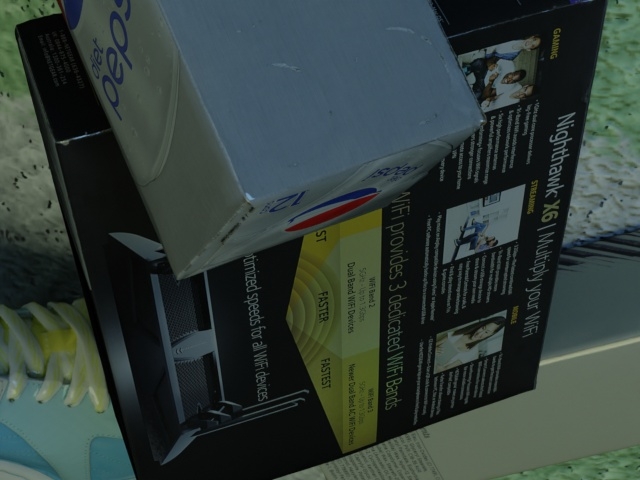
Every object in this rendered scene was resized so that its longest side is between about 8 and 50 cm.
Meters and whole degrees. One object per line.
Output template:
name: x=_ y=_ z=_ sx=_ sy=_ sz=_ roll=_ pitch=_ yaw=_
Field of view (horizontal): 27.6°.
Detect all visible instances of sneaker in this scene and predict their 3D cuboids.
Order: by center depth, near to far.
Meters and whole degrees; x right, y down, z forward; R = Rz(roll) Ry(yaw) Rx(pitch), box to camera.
sneaker: x=-0.159 y=0.065 z=0.803 sx=0.208 sy=0.127 sz=0.319 roll=-25 pitch=152 yaw=17

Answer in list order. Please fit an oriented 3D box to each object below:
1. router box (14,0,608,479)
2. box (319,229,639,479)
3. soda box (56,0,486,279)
router box: x=0.000 y=0.000 z=0.660 sx=0.243 sy=0.081 sz=0.309 roll=-16 pitch=141 yaw=-13
box: x=0.125 y=0.086 z=0.862 sx=0.275 sy=0.094 sz=0.113 roll=-15 pitch=131 yaw=13
soda box: x=-0.055 y=-0.138 z=0.472 sx=0.098 sy=0.286 sz=0.091 roll=-21 pitch=171 yaw=-26
